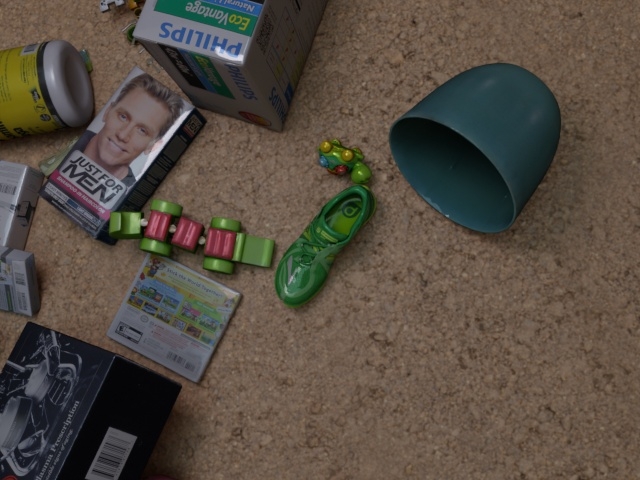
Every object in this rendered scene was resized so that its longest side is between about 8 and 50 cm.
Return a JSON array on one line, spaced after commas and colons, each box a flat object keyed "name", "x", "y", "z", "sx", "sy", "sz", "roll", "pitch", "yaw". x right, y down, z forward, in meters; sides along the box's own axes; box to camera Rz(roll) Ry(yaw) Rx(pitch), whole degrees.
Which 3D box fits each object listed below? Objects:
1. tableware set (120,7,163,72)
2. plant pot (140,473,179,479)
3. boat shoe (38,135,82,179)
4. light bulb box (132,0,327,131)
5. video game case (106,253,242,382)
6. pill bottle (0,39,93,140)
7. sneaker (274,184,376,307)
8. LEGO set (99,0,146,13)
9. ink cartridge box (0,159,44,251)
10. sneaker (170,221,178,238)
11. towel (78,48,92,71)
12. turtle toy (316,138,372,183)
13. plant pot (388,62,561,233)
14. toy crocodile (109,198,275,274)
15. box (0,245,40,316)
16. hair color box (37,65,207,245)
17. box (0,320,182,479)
[{"name": "tableware set", "x": -0.377, "y": -0.463, "z": 1.692, "sx": 0.104, "sy": 0.024, "sz": 0.154, "roll": -41, "pitch": 78, "yaw": -1}, {"name": "plant pot", "x": -0.374, "y": 0.540, "z": 1.446, "sx": 0.180, "sy": 0.201, "sz": 0.201, "roll": 11, "pitch": 82, "yaw": 25}, {"name": "boat shoe", "x": -0.557, "y": -0.198, "z": 1.655, "sx": 0.153, "sy": 0.056, "sz": 0.048, "roll": -39, "pitch": 82, "yaw": 7}, {"name": "light bulb box", "x": -0.153, "y": -0.463, "z": 1.494, "sx": 0.225, "sy": 0.358, "sz": 0.360, "roll": 18, "pitch": 82, "yaw": 12}, {"name": "video game case", "x": -0.309, "y": 0.157, "z": 1.577, "sx": 0.227, "sy": 0.026, "sz": 0.206, "roll": 25, "pitch": 84, "yaw": 12}, {"name": "pill bottle", "x": -0.686, "y": -0.314, "z": 1.623, "sx": 0.334, "sy": 0.188, "sz": 0.187, "roll": -9, "pitch": 79, "yaw": 6}, {"name": "sneaker", "x": 0.000, "y": 0.000, "z": 1.514, "sx": 0.109, "sy": 0.123, "sz": 0.295, "roll": 35, "pitch": 87, "yaw": 11}, {"name": "LEGO set", "x": -0.393, "y": -0.589, "z": 1.681, "sx": 0.227, "sy": 0.087, "sz": 0.093, "roll": -19, "pitch": 94, "yaw": 4}, {"name": "ink cartridge box", "x": -0.709, "y": -0.078, "z": 1.639, "sx": 0.140, "sy": 0.082, "sz": 0.190, "roll": 11, "pitch": 84, "yaw": 9}, {"name": "sneaker", "x": -0.332, "y": -0.031, "z": 1.613, "sx": 0.035, "sy": 0.031, "sz": 0.083, "roll": -35, "pitch": 86, "yaw": 32}, {"name": "towel", "x": -0.567, "y": -0.399, "z": 1.712, "sx": 0.083, "sy": 0.009, "sz": 0.060, "roll": -21, "pitch": 78, "yaw": 4}, {"name": "turtle toy", "x": 0.049, "y": -0.164, "z": 1.559, "sx": 0.130, "sy": 0.095, "sz": 0.066, "roll": 25, "pitch": 106, "yaw": 11}, {"name": "plant pot", "x": 0.318, "y": -0.198, "z": 1.434, "sx": 0.293, "sy": 0.293, "sz": 0.235, "roll": 41, "pitch": 72, "yaw": 12}, {"name": "toy crocodile", "x": -0.263, "y": -0.007, "z": 1.542, "sx": 0.341, "sy": 0.105, "sz": 0.115, "roll": 15, "pitch": 83, "yaw": -6}, {"name": "box", "x": -0.697, "y": 0.077, "z": 1.594, "sx": 0.186, "sy": 0.038, "sz": 0.145, "roll": 11, "pitch": 121, "yaw": 9}, {"name": "hair color box", "x": -0.424, "y": -0.181, "z": 1.609, "sx": 0.174, "sy": 0.105, "sz": 0.347, "roll": 35, "pitch": 86, "yaw": 11}, {"name": "box", "x": -0.482, "y": 0.363, "z": 1.394, "sx": 0.313, "sy": 0.179, "sz": 0.343, "roll": 8, "pitch": 68, "yaw": 41}]
